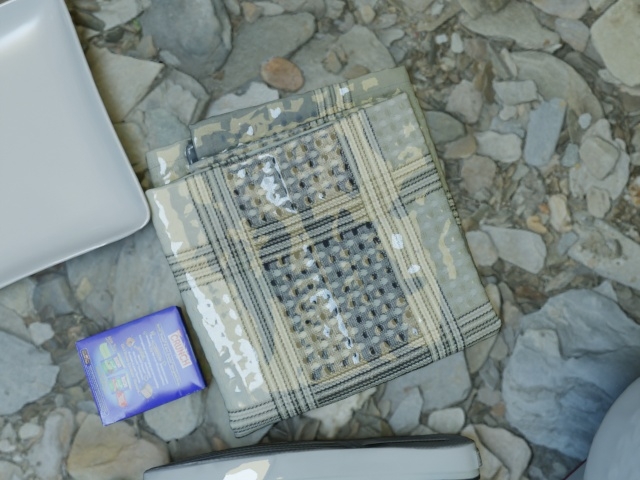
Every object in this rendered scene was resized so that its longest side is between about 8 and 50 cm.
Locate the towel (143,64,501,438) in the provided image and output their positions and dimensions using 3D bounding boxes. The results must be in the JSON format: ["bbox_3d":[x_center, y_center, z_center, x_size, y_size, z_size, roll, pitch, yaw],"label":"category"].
[{"bbox_3d":[0.000,0.000,0.756,0.312,0.056,0.325,-20,85,-5],"label":"towel"}]

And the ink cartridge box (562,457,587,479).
[{"bbox_3d":[0.417,0.363,0.690,0.279,0.160,0.385,-40,86,-6],"label":"ink cartridge box"}]

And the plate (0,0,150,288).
[{"bbox_3d":[-0.344,-0.085,0.742,0.277,0.045,0.278,-24,83,-3],"label":"plate"}]

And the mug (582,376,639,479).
[{"bbox_3d":[0.361,0.257,0.453,0.276,0.328,0.375,-2,83,-1],"label":"mug"}]

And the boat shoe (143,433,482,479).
[{"bbox_3d":[-0.001,0.257,0.696,0.334,0.121,0.119,-1,80,-5],"label":"boat shoe"}]

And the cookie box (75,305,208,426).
[{"bbox_3d":[-0.181,0.127,0.740,0.107,0.040,0.092,-20,85,-5],"label":"cookie box"}]
